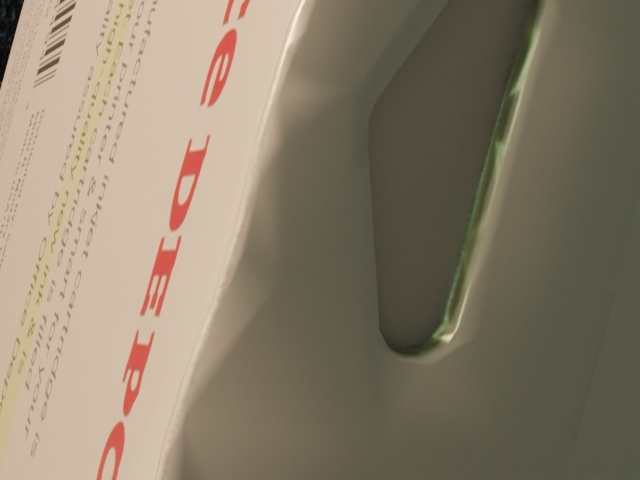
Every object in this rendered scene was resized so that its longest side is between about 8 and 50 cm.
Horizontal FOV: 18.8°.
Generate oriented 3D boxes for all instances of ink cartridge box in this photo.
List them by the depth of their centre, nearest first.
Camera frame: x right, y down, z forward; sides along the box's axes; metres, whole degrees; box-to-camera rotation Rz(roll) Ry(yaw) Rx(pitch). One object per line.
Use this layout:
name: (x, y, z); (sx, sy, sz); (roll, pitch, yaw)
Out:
ink cartridge box: (0.000, 0.000, 0.568); (0.385, 0.160, 0.279); (177, 109, -72)
